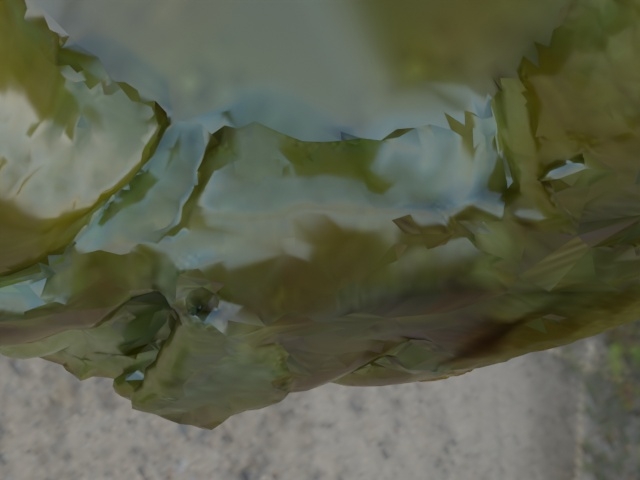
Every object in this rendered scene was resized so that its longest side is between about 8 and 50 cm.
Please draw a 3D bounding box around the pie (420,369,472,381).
[{"bbox_3d":[0.000,0.000,0.742,0.179,0.205,0.084,16,67,-8],"label":"pie"}]

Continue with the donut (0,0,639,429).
[{"bbox_3d":[-0.016,-0.103,0.346,0.360,0.360,0.170,20,48,-33],"label":"donut"}]
